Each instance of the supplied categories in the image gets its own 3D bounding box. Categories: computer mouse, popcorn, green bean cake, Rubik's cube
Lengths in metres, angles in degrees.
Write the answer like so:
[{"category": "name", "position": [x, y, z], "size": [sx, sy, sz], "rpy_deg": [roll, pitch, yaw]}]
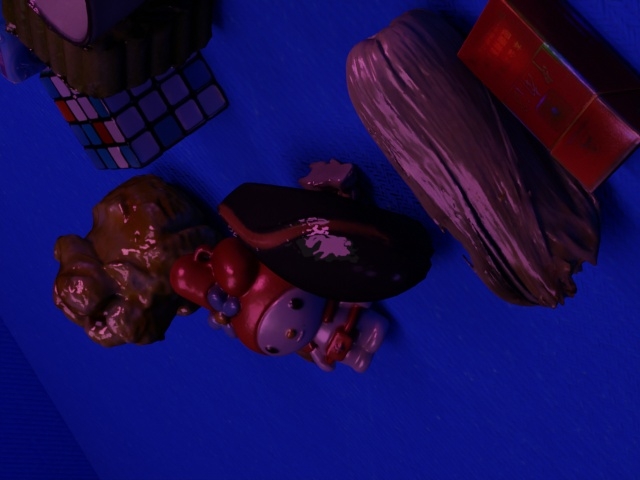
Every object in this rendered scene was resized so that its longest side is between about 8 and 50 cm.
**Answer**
[{"category": "computer mouse", "position": [-0.002, 0.005, 1.533], "size": [0.183, 0.116, 0.323], "rpy_deg": [24, 174, -31]}, {"category": "popcorn", "position": [-0.280, 0.038, 1.974], "size": [0.225, 0.276, 0.276], "rpy_deg": [38, 154, 15]}, {"category": "green bean cake", "position": [-0.251, -0.280, 1.535], "size": [0.214, 0.200, 0.113], "rpy_deg": [44, 147, 25]}, {"category": "Rubik's cube", "position": [-0.242, -0.195, 1.691], "size": [0.151, 0.155, 0.154], "rpy_deg": [5, 130, 58]}]

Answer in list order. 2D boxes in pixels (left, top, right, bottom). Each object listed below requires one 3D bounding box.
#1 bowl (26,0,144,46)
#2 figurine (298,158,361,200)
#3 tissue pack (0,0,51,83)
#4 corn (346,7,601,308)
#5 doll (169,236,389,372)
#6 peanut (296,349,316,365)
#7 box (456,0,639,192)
[{"category": "bowl", "position": [-0.240, -0.388, 1.291], "size": [0.354, 0.185, 0.354], "rpy_deg": [51, 160, 26]}, {"category": "figurine", "position": [0.019, -0.067, 1.561], "size": [0.083, 0.047, 0.050], "rpy_deg": [8, 147, 48]}, {"category": "tissue pack", "position": [-0.440, -0.377, 1.791], "size": [0.198, 0.146, 0.263], "rpy_deg": [43, 155, 19]}, {"category": "corn", "position": [0.145, -0.076, 1.216], "size": [0.305, 0.123, 0.122], "rpy_deg": [50, 154, 0]}, {"category": "doll", "position": [-0.056, 0.079, 1.718], "size": [0.290, 0.130, 0.161], "rpy_deg": [25, 122, -3]}, {"category": "peanut", "position": [-0.046, 0.082, 1.834], "size": [0.214, 0.099, 0.099], "rpy_deg": [58, 156, -1]}, {"category": "box", "position": [0.204, -0.135, 1.118], "size": [0.175, 0.048, 0.112], "rpy_deg": [47, 156, 9]}]
